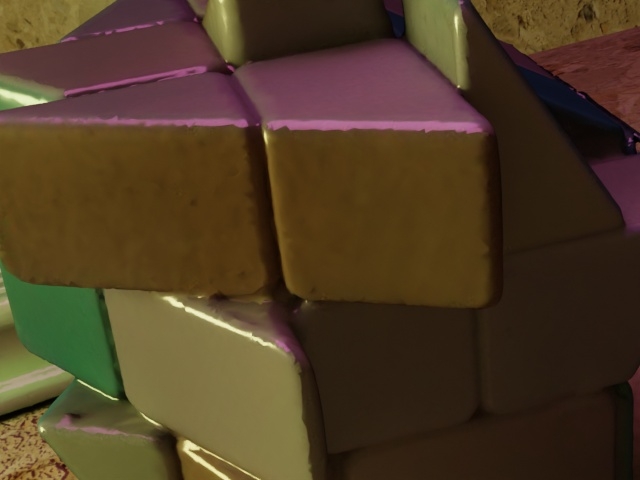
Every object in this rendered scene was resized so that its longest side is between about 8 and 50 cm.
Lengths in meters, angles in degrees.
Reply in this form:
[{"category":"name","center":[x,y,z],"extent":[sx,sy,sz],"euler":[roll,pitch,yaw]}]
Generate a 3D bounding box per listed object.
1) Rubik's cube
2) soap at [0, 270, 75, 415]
[{"category":"Rubik's cube","center":[0.000,0.000,0.725],"extent":[0.368,0.358,0.387],"euler":[-11,26,-11]},{"category":"soap","center":[-0.216,0.060,1.251],"extent":[0.347,0.115,0.208],"euler":[-19,14,-12]}]
